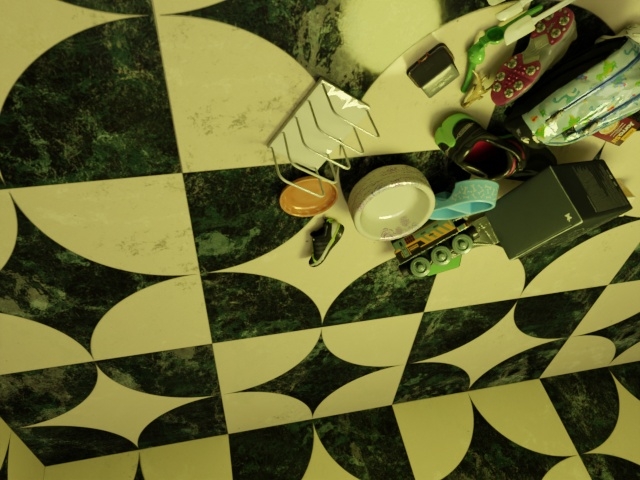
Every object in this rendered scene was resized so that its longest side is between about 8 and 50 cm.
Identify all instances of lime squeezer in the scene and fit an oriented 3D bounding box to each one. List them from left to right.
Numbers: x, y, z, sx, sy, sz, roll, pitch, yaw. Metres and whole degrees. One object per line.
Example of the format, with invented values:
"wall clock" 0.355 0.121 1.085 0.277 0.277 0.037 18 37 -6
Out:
"lime squeezer" 0.489 -0.548 1.537 0.110 0.058 0.310 18 129 -32

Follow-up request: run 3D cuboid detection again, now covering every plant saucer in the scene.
"plant saucer" -0.040 -0.153 1.816 0.200 0.037 0.200 -8 146 -5

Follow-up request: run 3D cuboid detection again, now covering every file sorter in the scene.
"file sorter" 0.008 -0.288 1.591 0.193 0.173 0.277 21 128 -34

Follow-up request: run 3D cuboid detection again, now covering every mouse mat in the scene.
"mouse mat" 0.523 0.095 2.286 0.153 0.007 0.189 -16 153 1

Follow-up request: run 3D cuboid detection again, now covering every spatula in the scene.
"spatula" 0.574 -0.655 1.432 0.242 0.019 0.168 -28 113 15

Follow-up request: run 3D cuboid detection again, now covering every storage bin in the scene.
"storage bin" 0.323 -0.479 1.536 0.135 0.091 0.098 -36 135 21

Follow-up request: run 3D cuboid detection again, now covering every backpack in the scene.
"backpack" 0.744 -0.415 1.529 0.290 0.273 0.355 -39 170 -48

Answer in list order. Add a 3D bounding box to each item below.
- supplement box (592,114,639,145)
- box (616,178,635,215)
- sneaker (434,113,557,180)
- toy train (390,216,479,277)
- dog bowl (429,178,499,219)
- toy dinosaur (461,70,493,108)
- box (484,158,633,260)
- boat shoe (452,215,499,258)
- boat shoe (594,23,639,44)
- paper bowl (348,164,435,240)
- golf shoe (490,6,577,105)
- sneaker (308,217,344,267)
"supplement box" 0.975 -0.403 1.836 0.188 0.080 0.104 11 133 -28
"box" 1.095 -0.160 2.122 0.203 0.114 0.103 -5 137 -10
"sneaker" 0.588 -0.260 1.781 0.483 0.202 0.185 8 135 -25
"toy train" 0.425 0.005 2.050 0.334 0.190 0.142 -30 178 11
"dog bowl" 0.478 -0.135 1.882 0.166 0.074 0.297 11 164 -37
"toy dinosaur" 0.474 -0.450 1.614 0.093 0.053 0.183 -34 163 -11
"box" 0.823 -0.110 1.881 0.396 0.212 0.293 -11 161 -40
"boat shoe" 0.602 -0.020 2.148 0.320 0.103 0.118 -27 99 8
"boat shoe" 0.921 -0.604 1.609 0.226 0.083 0.075 -2 110 -15
"paper bowl" 0.234 -0.141 1.847 0.284 0.148 0.284 -9 139 -8
"golf shoe" 0.624 -0.509 1.562 0.140 0.115 0.306 10 126 -49
"sneaker" 0.000 0.000 2.007 0.097 0.084 0.234 28 126 -10
